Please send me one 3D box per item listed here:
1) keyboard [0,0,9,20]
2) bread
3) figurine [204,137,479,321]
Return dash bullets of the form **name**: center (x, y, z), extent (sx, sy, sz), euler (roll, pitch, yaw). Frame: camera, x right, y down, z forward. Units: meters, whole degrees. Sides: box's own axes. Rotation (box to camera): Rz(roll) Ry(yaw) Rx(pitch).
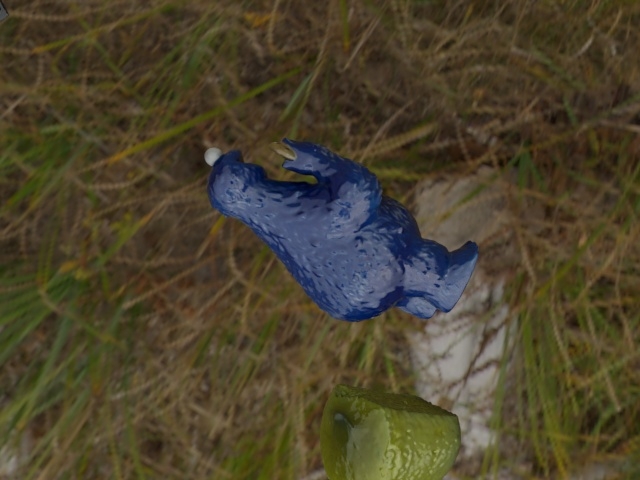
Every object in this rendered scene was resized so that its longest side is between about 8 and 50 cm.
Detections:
- **keyboard**: center (-0.375, -0.177, 1.243), extent (0.202, 0.011, 0.067), euler (-31, 80, 12)
- **bread**: center (0.066, 0.205, 1.389), extent (0.114, 0.129, 0.111), euler (3, 102, -29)
- **figurine**: center (0.007, -0.001, 1.250), extent (0.262, 0.121, 0.164), euler (22, 150, 5)
